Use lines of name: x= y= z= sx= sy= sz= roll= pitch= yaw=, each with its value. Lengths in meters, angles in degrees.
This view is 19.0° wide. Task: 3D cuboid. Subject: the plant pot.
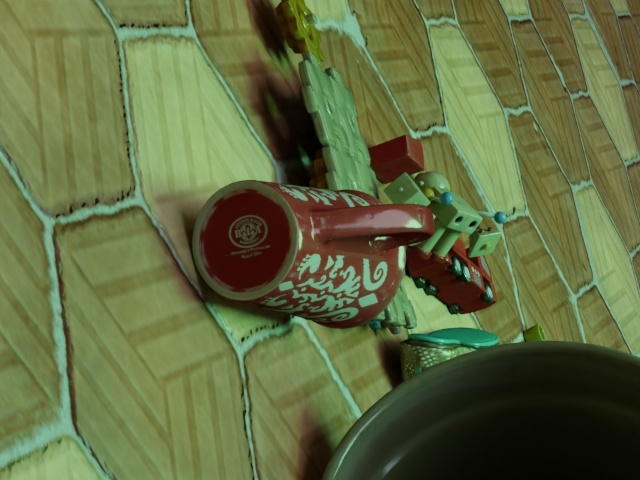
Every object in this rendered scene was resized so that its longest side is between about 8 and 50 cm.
plant pot: x=0.177 y=0.289 z=1.500 sx=0.323 sy=0.323 sz=0.280 roll=-85 pitch=165 yaw=-50

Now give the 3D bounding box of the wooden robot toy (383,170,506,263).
wooden robot toy: x=0.103 y=-0.032 z=1.835 sx=0.173 sy=0.076 sz=0.079 roll=18 pitch=30 yaw=-50

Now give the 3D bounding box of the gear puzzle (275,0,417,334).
gear puzzle: x=0.006 y=-0.079 z=1.724 sx=0.175 sy=0.044 sz=0.339 roll=20 pitch=54 yaw=-74

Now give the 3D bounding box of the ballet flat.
ballet flat: x=0.119 y=0.120 z=1.821 sx=0.206 sy=0.073 sz=0.067 roll=2 pitch=97 yaw=-66

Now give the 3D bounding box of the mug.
mug: x=-0.007 y=-0.006 z=1.484 sx=0.113 sy=0.150 sz=0.169 roll=51 pitch=17 yaw=22

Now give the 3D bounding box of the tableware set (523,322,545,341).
tableware set: x=0.277 y=0.156 z=2.232 sx=0.154 sy=0.024 sz=0.104 roll=53 pitch=25 yaw=-37

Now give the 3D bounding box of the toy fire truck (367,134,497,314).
toy fire truck: x=0.115 y=-0.014 z=1.937 sx=0.192 sy=0.047 sz=0.135 roll=36 pitch=39 yaw=-56
